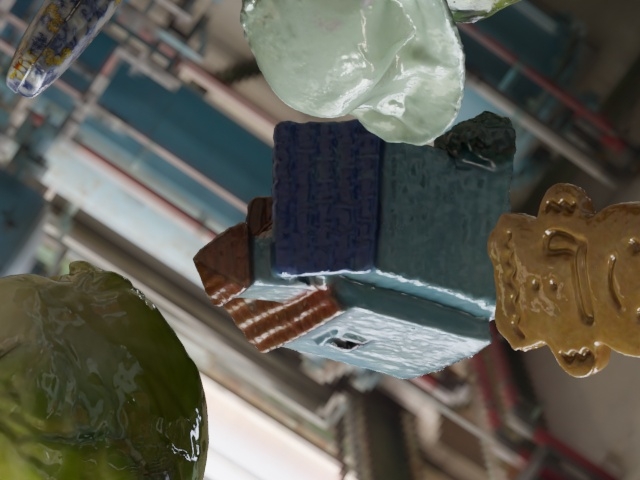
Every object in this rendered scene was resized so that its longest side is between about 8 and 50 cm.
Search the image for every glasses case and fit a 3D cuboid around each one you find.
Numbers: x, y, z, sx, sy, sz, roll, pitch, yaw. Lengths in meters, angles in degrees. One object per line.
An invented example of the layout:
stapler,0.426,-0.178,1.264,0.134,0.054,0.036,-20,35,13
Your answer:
glasses case,-0.243,-0.246,1.818,0.248,0.065,0.087,-60,-168,-29

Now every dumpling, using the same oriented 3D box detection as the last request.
dumpling,0.011,-0.133,1.094,0.108,0.219,0.152,-32,-142,-3

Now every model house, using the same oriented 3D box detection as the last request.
model house,0.000,0.000,1.871,0.295,0.329,0.252,148,-56,-59

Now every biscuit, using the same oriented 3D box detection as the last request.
biscuit,0.185,0.031,1.211,0.184,0.027,0.133,15,-72,45

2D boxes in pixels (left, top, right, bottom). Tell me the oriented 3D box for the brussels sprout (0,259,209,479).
brussels sprout,-0.263,0.185,1.725,0.268,0.344,0.344,-20,-148,33

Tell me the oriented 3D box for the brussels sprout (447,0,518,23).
brussels sprout,0.181,-0.372,2.174,0.219,0.210,0.271,-20,177,0
